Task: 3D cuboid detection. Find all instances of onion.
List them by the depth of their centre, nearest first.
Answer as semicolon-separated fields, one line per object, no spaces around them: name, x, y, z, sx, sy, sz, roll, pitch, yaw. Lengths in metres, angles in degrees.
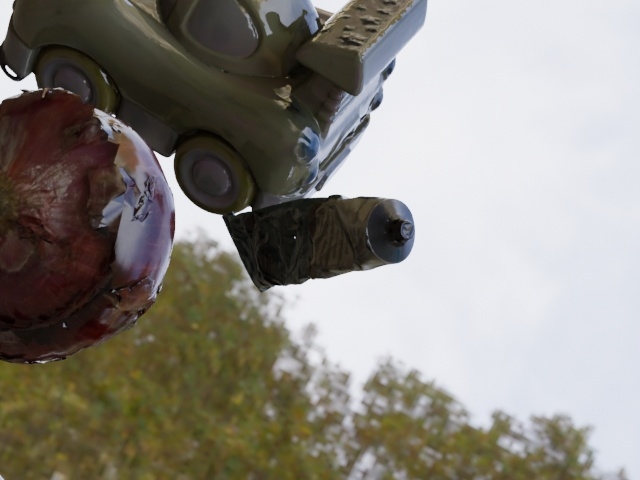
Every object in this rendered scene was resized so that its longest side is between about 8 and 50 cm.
onion;-0.173;-0.007;1.038;0.184;0.147;0.184;-2;-98;18

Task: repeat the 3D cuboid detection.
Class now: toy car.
toy car;-0.100;-0.202;1.475;0.242;0.336;0.226;-50;172;-48

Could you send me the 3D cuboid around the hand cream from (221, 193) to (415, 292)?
hand cream;0.001;0.000;1.304;0.248;0.052;0.075;-9;-93;59

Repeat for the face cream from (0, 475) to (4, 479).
face cream;-0.356;0.265;1.564;0.137;0.235;0.420;-62;-168;-20
